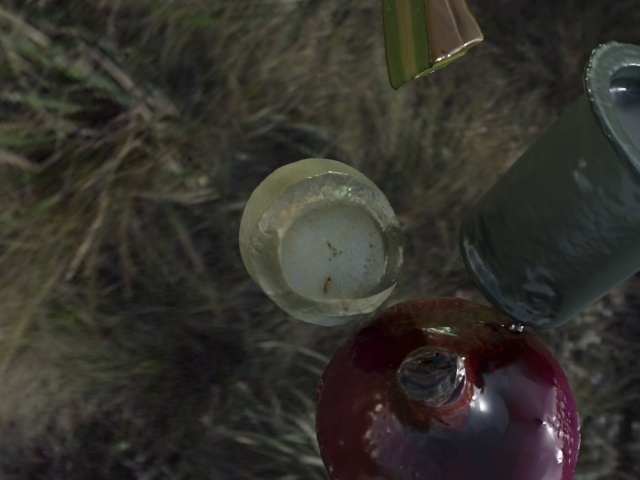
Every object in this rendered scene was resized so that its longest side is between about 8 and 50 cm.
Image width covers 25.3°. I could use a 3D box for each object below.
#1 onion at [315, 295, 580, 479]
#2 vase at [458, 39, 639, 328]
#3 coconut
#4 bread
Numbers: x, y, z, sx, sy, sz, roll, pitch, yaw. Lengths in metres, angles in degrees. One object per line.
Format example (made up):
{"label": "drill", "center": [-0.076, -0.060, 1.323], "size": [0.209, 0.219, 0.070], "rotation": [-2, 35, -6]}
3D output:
{"label": "onion", "center": [0.148, 0.215, 1.744], "size": [0.347, 0.385, 0.348], "rotation": [-4, 66, 9]}
{"label": "vase", "center": [0.303, -0.049, 1.623], "size": [0.245, 0.291, 0.245], "rotation": [22, 46, -25]}
{"label": "coconut", "center": [0.000, 0.000, 1.779], "size": [0.202, 0.222, 0.202], "rotation": [-1, 100, -7]}
{"label": "bread", "center": [0.086, -0.232, 1.405], "size": [0.084, 0.074, 0.139], "rotation": [-29, 91, -38]}
